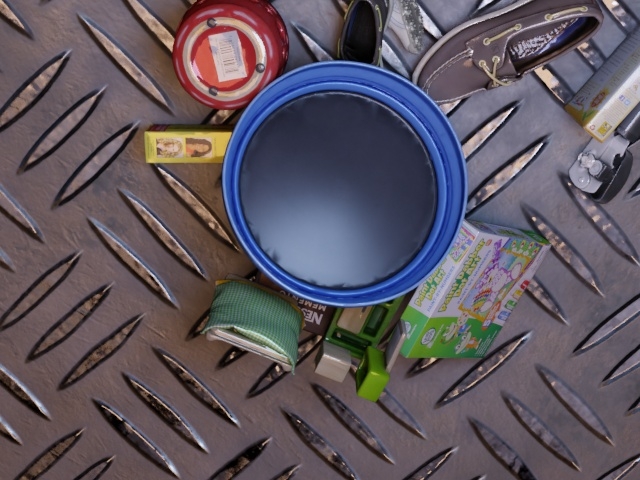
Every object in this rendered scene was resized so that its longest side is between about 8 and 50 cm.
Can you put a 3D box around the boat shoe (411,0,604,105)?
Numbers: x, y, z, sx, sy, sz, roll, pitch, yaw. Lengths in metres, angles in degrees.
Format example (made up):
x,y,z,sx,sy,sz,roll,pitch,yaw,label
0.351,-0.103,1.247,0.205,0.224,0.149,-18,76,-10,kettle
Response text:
x,y,z,sx,sy,sz,roll,pitch,yaw,label
0.303,-0.309,1.843,0.324,0.096,0.116,-28,133,9,boat shoe

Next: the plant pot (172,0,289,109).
x,y,z,sx,sy,sz,roll,pitch,yaw,label
-0.151,-0.306,1.832,0.191,0.174,0.191,1,108,4,plant pot

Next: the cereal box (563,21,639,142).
x,y,z,sx,sy,sz,roll,pitch,yaw,label
0.503,-0.277,1.823,0.047,0.173,0.240,38,105,-10,cereal box

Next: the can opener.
x,y,z,sx,sy,sz,roll,pitch,yaw,label
0.523,-0.196,1.912,0.093,0.074,0.280,16,113,-40,can opener

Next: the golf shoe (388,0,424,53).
x,y,z,sx,sy,sz,roll,pitch,yaw,label
0.113,-0.385,1.867,0.086,0.069,0.176,-15,106,29,golf shoe

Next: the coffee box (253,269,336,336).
x,y,z,sx,sy,sz,roll,pitch,yaw,label
0.000,0.000,1.951,0.168,0.119,0.297,18,107,-5,coffee box

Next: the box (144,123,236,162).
x,y,z,sx,sy,sz,roll,pitch,yaw,label
-0.177,-0.165,1.922,0.232,0.087,0.058,0,105,3,box

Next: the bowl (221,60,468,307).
x,y,z,sx,sy,sz,roll,pitch,yaw,label
0.036,-0.086,1.783,0.391,0.077,0.390,2,81,-11,bowl

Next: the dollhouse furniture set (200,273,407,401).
x,y,z,sx,sy,sz,roll,pitch,yaw,label
-0.019,0.108,1.818,0.302,0.197,0.151,22,108,-8,dollhouse furniture set

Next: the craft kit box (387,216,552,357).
x,y,z,sx,sy,sz,roll,pitch,yaw,label
0.257,0.087,1.925,0.247,0.061,0.249,9,115,-47,craft kit box

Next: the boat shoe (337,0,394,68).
x,y,z,sx,sy,sz,roll,pitch,yaw,label
0.063,-0.306,1.853,0.081,0.068,0.227,20,123,18,boat shoe
